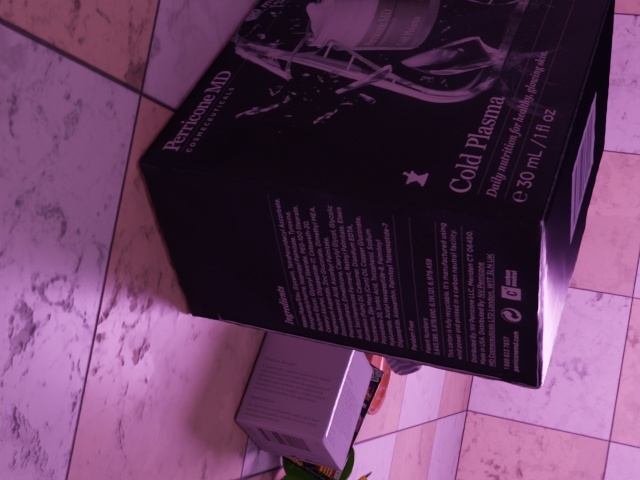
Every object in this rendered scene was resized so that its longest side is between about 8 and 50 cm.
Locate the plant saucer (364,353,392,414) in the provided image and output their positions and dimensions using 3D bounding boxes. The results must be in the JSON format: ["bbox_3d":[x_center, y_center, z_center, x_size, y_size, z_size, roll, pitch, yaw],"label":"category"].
[{"bbox_3d":[0.120,0.285,2.068,0.200,0.037,0.200,10,90,-70],"label":"plant saucer"}]

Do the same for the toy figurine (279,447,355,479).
[{"bbox_3d":[-0.013,0.444,1.691,0.173,0.130,0.159,-54,158,-31],"label":"toy figurine"}]

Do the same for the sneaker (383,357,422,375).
[{"bbox_3d":[0.133,0.153,1.958,0.115,0.105,0.281,-97,168,-58],"label":"sneaker"}]

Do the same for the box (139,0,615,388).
[{"bbox_3d":[0.106,-0.115,1.225,0.297,0.471,0.480,77,30,-43],"label":"box"}]

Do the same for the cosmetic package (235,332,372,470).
[{"bbox_3d":[-0.021,0.248,1.503,0.151,0.151,0.184,67,39,-56],"label":"cosmetic package"}]

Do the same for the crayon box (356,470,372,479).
[{"bbox_3d":[0.009,0.538,1.677,0.202,0.081,0.318,-49,164,13],"label":"crayon box"}]

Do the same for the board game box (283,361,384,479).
[{"bbox_3d":[0.014,0.298,1.660,0.030,0.136,0.260,-56,-177,46],"label":"board game box"}]
